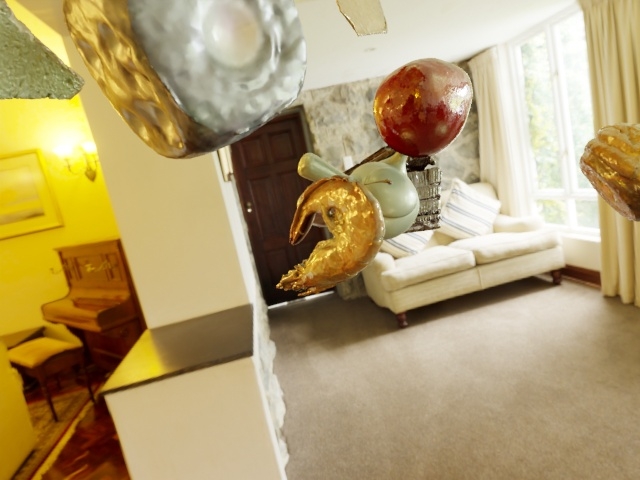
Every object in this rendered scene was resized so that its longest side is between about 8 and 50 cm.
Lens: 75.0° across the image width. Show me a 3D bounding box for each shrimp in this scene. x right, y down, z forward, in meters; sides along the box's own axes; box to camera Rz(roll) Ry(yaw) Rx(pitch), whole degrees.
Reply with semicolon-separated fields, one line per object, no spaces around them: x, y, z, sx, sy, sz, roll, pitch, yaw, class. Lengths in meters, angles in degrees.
-0.002;0.002;0.568;0.053;0.133;0.236;-30;-9;-43;shrimp

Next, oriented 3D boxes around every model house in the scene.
0.227;-0.138;1.366;0.316;0.297;0.283;-4;49;-21;model house

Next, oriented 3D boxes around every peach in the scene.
0.239;-0.306;0.962;0.243;0.200;0.243;-21;-22;-9;peach

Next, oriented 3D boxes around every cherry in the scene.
0.034;-0.087;0.902;0.148;0.116;0.188;14;-9;-40;cherry

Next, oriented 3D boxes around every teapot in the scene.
0.105;-0.107;1.039;0.317;0.220;0.149;-9;-16;-21;teapot

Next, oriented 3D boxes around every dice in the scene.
-0.137;-0.205;0.447;0.181;0.182;0.183;-42;34;-26;dice

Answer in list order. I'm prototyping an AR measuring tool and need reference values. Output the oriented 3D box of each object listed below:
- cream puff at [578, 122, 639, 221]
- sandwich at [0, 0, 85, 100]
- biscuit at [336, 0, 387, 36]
0.534;-0.120;0.695;0.129;0.189;0.189;-42;-2;20;cream puff
-0.631;-0.326;0.774;0.099;0.254;0.288;24;-17;25;sandwich
0.069;-0.564;0.906;0.013;0.237;0.232;-14;17;37;biscuit
